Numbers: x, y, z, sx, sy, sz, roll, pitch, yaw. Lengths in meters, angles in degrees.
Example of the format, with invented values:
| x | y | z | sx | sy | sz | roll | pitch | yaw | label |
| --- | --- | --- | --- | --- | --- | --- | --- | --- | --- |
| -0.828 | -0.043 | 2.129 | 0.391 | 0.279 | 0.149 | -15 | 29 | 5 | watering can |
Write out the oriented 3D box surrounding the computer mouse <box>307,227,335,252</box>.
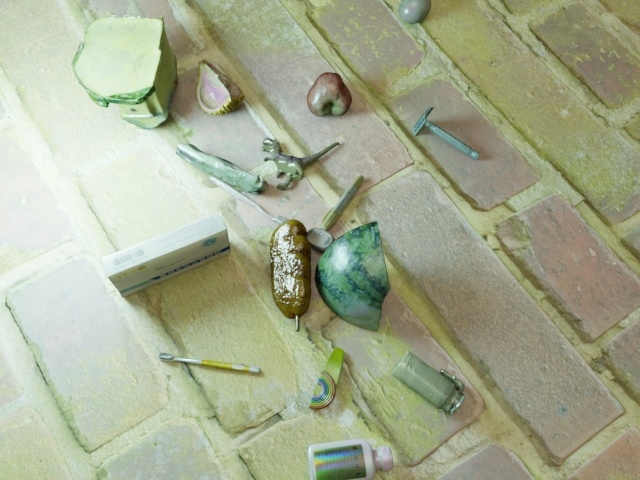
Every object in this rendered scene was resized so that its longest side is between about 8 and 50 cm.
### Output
| x | y | z | sx | sy | sz | roll | pitch | yaw | label |
| --- | --- | --- | --- | --- | --- | --- | --- | --- | --- |
| 0.001 | 0.001 | 1.899 | 0.096 | 0.039 | 0.066 | 28 | 67 | 22 | computer mouse |

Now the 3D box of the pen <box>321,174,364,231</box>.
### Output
| x | y | z | sx | sy | sz | roll | pitch | yaw | label |
| --- | --- | --- | --- | --- | --- | --- | --- | --- | --- |
| 0.069 | -0.120 | 1.963 | 0.040 | 0.032 | 0.233 | 21 | 63 | 31 | pen |

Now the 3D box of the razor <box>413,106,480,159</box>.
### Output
| x | y | z | sx | sy | sz | roll | pitch | yaw | label |
| --- | --- | --- | --- | --- | --- | --- | --- | --- | --- |
| 0.424 | -0.340 | 2.058 | 0.232 | 0.106 | 0.068 | 33 | 69 | 0 | razor |

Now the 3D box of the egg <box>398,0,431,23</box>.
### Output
| x | y | z | sx | sy | sz | roll | pitch | yaw | label |
| --- | --- | --- | --- | --- | --- | --- | --- | --- | --- |
| 0.343 | -0.843 | 2.253 | 0.135 | 0.103 | 0.103 | -41 | 75 | -20 | egg |

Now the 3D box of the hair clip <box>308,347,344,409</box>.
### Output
| x | y | z | sx | sy | sz | roll | pitch | yaw | label |
| --- | --- | --- | --- | --- | --- | --- | --- | --- | --- |
| 0.026 | 0.386 | 1.737 | 0.060 | 0.033 | 0.188 | 21 | 67 | 4 | hair clip |

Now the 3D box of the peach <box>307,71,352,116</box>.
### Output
| x | y | z | sx | sy | sz | roll | pitch | yaw | label |
| --- | --- | --- | --- | --- | --- | --- | --- | --- | --- |
| 0.029 | -0.484 | 2.071 | 0.152 | 0.152 | 0.152 | 1 | 66 | -3 | peach |

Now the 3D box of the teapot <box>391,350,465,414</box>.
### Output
| x | y | z | sx | sy | sz | roll | pitch | yaw | label |
| --- | --- | --- | --- | --- | --- | --- | --- | --- | --- |
| 0.309 | 0.389 | 1.735 | 0.200 | 0.077 | 0.107 | 36 | 50 | 11 | teapot |

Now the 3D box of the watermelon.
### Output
| x | y | z | sx | sy | sz | roll | pitch | yaw | label |
| --- | --- | --- | --- | --- | --- | --- | --- | --- | --- |
| 0.111 | 0.117 | 1.800 | 0.176 | 0.256 | 0.260 | 22 | 47 | -43 | watermelon |

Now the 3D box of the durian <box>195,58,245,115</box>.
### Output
| x | y | z | sx | sy | sz | roll | pitch | yaw | label |
| --- | --- | --- | --- | --- | --- | --- | --- | --- | --- |
| -0.331 | -0.496 | 2.045 | 0.182 | 0.132 | 0.165 | 23 | 59 | 10 | durian |

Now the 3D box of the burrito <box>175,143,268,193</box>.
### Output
| x | y | z | sx | sy | sz | roll | pitch | yaw | label |
| --- | --- | --- | --- | --- | --- | --- | --- | --- | --- |
| -0.311 | -0.225 | 1.951 | 0.309 | 0.096 | 0.066 | 25 | 86 | 4 | burrito |

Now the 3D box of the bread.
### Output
| x | y | z | sx | sy | sz | roll | pitch | yaw | label |
| --- | --- | --- | --- | --- | --- | --- | --- | --- | --- |
| -0.079 | 0.102 | 1.826 | 0.124 | 0.084 | 0.344 | -15 | 66 | 22 | bread |

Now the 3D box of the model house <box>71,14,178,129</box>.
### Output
| x | y | z | sx | sy | sz | roll | pitch | yaw | label |
| --- | --- | --- | --- | --- | --- | --- | --- | --- | --- |
| -0.594 | -0.506 | 1.957 | 0.261 | 0.266 | 0.321 | 2 | 69 | 4 | model house |

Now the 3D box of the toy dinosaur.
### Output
| x | y | z | sx | sy | sz | roll | pitch | yaw | label |
| --- | --- | --- | --- | --- | --- | --- | --- | --- | --- |
| -0.069 | -0.258 | 1.993 | 0.251 | 0.072 | 0.199 | 0 | 56 | 7 | toy dinosaur |

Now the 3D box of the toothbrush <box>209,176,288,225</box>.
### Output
| x | y | z | sx | sy | sz | roll | pitch | yaw | label |
| --- | --- | --- | --- | --- | --- | --- | --- | --- | --- |
| -0.220 | -0.122 | 1.946 | 0.307 | 0.025 | 0.029 | 32 | 60 | 10 | toothbrush |

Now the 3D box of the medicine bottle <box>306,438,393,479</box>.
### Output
| x | y | z | sx | sy | sz | roll | pitch | yaw | label |
| --- | --- | --- | --- | --- | --- | --- | --- | --- | --- |
| 0.077 | 0.583 | 1.630 | 0.219 | 0.078 | 0.115 | -5 | 65 | -6 | medicine bottle |

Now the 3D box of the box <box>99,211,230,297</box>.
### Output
| x | y | z | sx | sy | sz | roll | pitch | yaw | label |
| --- | --- | --- | --- | --- | --- | --- | --- | --- | --- |
| -0.428 | 0.044 | 1.766 | 0.343 | 0.200 | 0.065 | -23 | 72 | -13 | box |

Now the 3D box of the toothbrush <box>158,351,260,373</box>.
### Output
| x | y | z | sx | sy | sz | roll | pitch | yaw | label |
| --- | --- | --- | --- | --- | --- | --- | --- | --- | --- |
| -0.310 | 0.342 | 1.738 | 0.288 | 0.024 | 0.021 | 8 | 65 | 0 | toothbrush |
